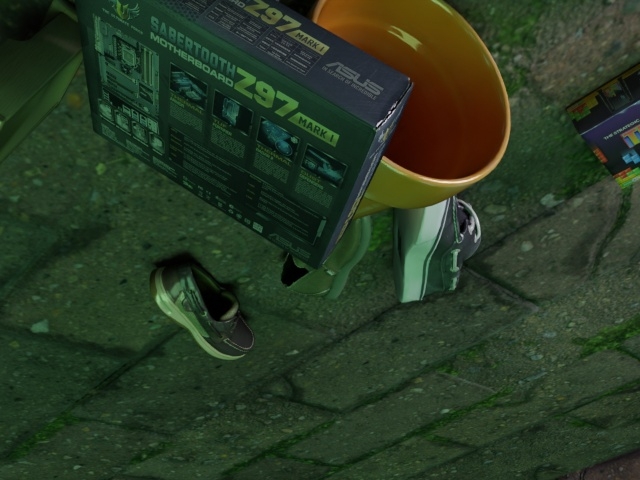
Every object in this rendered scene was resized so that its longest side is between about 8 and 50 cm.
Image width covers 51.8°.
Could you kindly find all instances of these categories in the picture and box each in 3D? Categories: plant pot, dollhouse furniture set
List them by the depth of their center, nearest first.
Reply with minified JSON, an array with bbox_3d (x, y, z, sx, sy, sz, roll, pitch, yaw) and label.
[{"bbox_3d":[-0.332,-0.175,0.519,0.242,0.161,0.212,35,129,-17],"label":"dollhouse furniture set"},{"bbox_3d":[0.037,-0.106,0.623,0.205,0.205,0.188,12,154,-26],"label":"plant pot"}]

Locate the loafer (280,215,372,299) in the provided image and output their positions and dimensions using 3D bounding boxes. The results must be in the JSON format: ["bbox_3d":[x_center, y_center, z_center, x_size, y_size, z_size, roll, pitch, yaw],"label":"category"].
[{"bbox_3d":[0.000,0.000,0.821,0.087,0.094,0.251,-3,143,-15],"label":"loafer"}]

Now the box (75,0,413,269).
[{"bbox_3d":[-0.067,-0.097,0.487,0.232,0.059,0.183,31,149,6],"label":"box"}]

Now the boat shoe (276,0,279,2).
[{"bbox_3d":[-0.133,-0.227,0.499,0.226,0.083,0.076,7,141,-20],"label":"boat shoe"}]

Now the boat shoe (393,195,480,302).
[{"bbox_3d":[0.151,-0.013,0.828,0.102,0.108,0.301,-8,146,-2],"label":"boat shoe"}]

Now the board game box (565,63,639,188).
[{"bbox_3d":[0.392,-0.147,0.751,0.170,0.048,0.141,-33,139,28],"label":"board game box"}]

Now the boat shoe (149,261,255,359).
[{"bbox_3d":[-0.150,0.103,0.939,0.073,0.080,0.223,-19,138,21],"label":"boat shoe"}]
